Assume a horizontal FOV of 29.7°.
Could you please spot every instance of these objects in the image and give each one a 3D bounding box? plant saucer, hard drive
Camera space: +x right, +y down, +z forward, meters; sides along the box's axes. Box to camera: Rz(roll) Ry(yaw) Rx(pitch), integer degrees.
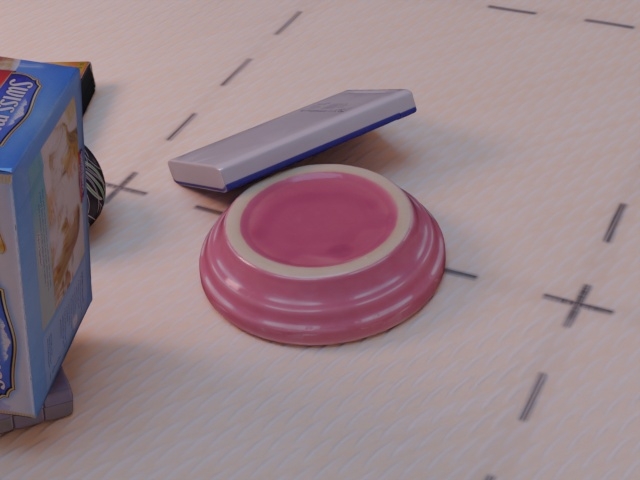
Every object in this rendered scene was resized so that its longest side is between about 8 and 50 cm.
[{"bbox_3d":[0.000,0.000,1.613,0.332,0.084,0.332,-3,38,2],"label":"plant saucer"},{"bbox_3d":[-0.044,-0.152,1.781,0.319,0.040,0.210,-24,16,-23],"label":"hard drive"}]

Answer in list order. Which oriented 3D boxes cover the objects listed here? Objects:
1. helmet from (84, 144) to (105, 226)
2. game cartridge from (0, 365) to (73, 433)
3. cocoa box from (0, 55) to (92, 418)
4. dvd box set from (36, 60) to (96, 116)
[{"bbox_3d":[-0.388,-0.080,1.699,0.161,0.169,0.169,-2,38,19],"label":"helmet"},{"bbox_3d":[-0.469,0.114,1.518,0.230,0.068,0.355,-10,39,-24],"label":"game cartridge"},{"bbox_3d":[-0.398,-0.010,1.354,0.228,0.347,0.231,8,37,4],"label":"cocoa box"},{"bbox_3d":[-0.601,-0.186,1.938,0.420,0.062,0.307,-1,38,7],"label":"dvd box set"}]
